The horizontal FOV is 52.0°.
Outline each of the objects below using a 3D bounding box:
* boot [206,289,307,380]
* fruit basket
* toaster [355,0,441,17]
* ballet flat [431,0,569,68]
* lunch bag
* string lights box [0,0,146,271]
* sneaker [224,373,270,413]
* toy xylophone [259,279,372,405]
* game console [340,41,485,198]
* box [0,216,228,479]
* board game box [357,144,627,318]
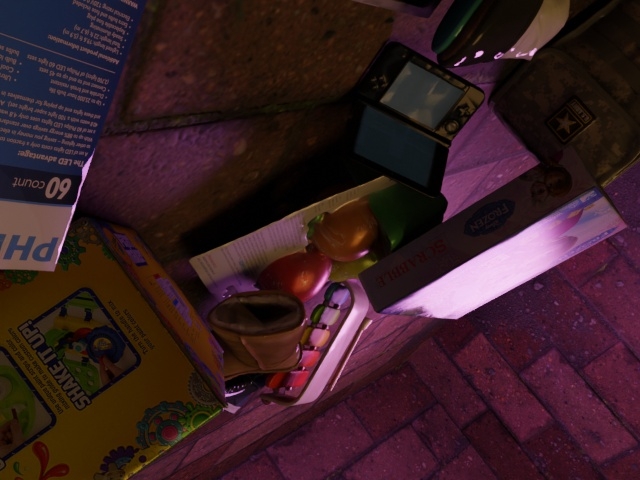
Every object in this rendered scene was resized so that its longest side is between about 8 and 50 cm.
[{"bbox_3d":[-0.136,0.145,0.991,0.236,0.089,0.269,-8,159,-3],"label":"boot"},{"bbox_3d":[0.000,0.000,0.973,0.353,0.165,0.327,-20,159,-4],"label":"fruit basket"},{"bbox_3d":[0.063,-0.266,0.467,0.186,0.110,0.168,-12,148,-51],"label":"toaster"},{"bbox_3d":[0.166,-0.220,0.566,0.095,0.096,0.280,-44,-160,46],"label":"ballet flat"},{"bbox_3d":[0.455,-0.225,1.076,0.287,0.235,0.169,-37,166,-4],"label":"lunch bag"},{"bbox_3d":[-0.162,-0.114,0.314,0.133,0.077,0.259,5,111,-63],"label":"string lights box"},{"bbox_3d":[-0.168,0.268,1.330,0.163,0.086,0.226,-40,159,-1],"label":"sneaker"},{"bbox_3d":[0.006,0.219,1.372,0.322,0.081,0.236,-57,159,-7],"label":"toy xylophone"},{"bbox_3d":[0.112,-0.141,0.777,0.144,0.085,0.124,23,127,-20],"label":"game console"},{"bbox_3d":[-0.246,0.133,0.581,0.279,0.177,0.290,-36,-176,-9],"label":"box"},{"bbox_3d":[0.261,0.012,0.948,0.319,0.065,0.318,-33,157,24],"label":"board game box"}]
